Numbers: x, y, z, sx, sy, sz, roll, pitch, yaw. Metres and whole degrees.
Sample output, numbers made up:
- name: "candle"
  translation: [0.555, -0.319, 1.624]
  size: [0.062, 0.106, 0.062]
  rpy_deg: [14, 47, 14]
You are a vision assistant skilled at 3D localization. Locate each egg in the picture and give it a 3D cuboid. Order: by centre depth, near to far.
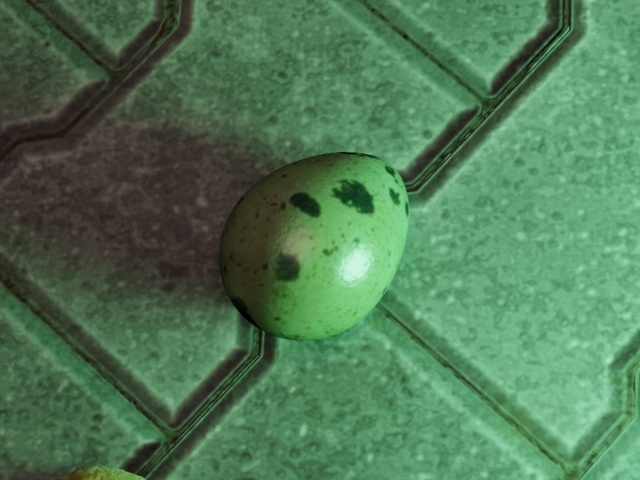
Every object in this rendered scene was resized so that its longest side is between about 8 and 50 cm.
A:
- name: "egg"
  translation: [0.000, 0.000, 1.937]
  size: [0.177, 0.177, 0.228]
  rpy_deg: [42, 68, 15]

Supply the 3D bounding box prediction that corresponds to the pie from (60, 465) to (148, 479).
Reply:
- name: "pie"
  translation: [-0.225, 0.321, 1.914]
  size: [0.218, 0.052, 0.185]
  rpy_deg: [2, 67, 2]
